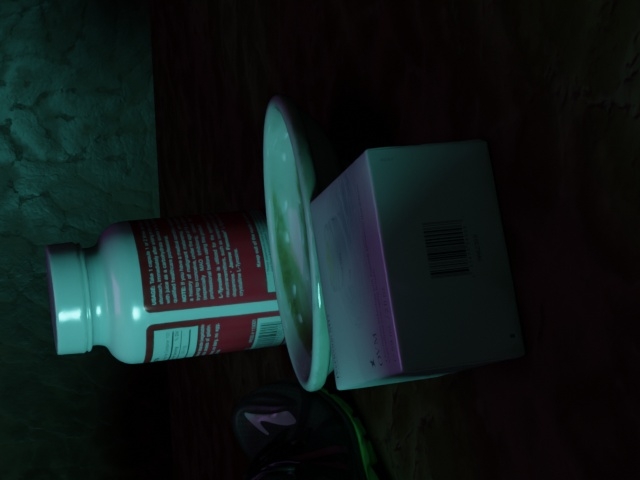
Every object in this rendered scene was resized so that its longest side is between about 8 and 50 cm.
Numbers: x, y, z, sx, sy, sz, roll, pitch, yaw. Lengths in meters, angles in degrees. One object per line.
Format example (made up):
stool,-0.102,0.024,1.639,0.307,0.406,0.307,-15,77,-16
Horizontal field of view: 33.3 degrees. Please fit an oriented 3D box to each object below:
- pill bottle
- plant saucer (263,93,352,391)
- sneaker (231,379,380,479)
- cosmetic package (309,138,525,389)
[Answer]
pill bottle,-0.224,0.074,1.721,0.229,0.408,0.229,175,90,-73
plant saucer,0.000,0.000,1.451,0.400,0.100,0.400,174,90,-81
sneaker,-0.032,0.339,1.481,0.483,0.202,0.185,48,120,57
cosmetic package,0.092,0.034,1.146,0.225,0.138,0.224,139,124,-71
